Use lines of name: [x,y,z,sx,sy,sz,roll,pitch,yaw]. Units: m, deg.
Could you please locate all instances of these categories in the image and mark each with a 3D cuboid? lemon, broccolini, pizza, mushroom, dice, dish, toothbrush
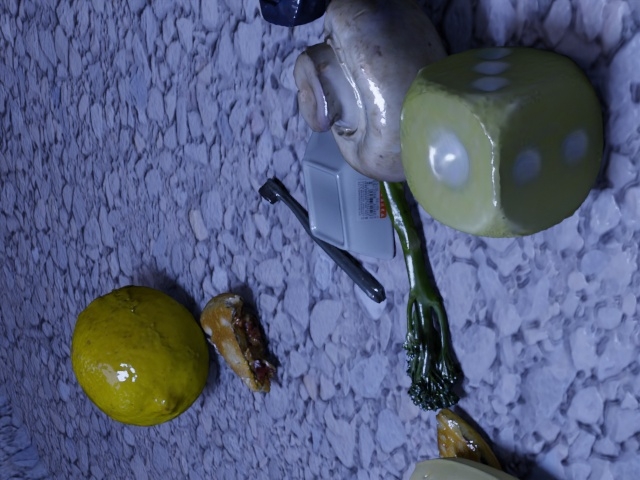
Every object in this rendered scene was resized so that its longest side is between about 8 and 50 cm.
lemon: [-0.346,0.216,2.435,0.310,0.253,0.253,46,144,37]
broccolini: [0.112,0.055,1.748,0.078,0.074,0.392,-12,105,22]
pizza: [-0.131,0.178,2.243,0.194,0.069,0.154,60,150,1]
pizza: [0.214,0.311,1.806,0.160,0.035,0.099,55,147,22]
mushroom: [0.069,-0.183,1.552,0.255,0.184,0.255,44,143,46]
dice: [0.199,-0.112,1.414,0.166,0.169,0.169,27,131,47]
dish: [0.026,-0.084,1.817,0.154,0.064,0.234,25,128,51]
toothbrush: [0.000,0.000,1.951,0.297,0.030,0.030,45,169,32]

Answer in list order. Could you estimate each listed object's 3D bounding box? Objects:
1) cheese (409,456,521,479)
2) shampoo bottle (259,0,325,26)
cheese: [0.256,0.432,1.700,0.315,0.128,0.260,14,126,37]
shampoo bottle: [-0.048,-0.461,1.673,0.134,0.078,0.359,23,128,46]
